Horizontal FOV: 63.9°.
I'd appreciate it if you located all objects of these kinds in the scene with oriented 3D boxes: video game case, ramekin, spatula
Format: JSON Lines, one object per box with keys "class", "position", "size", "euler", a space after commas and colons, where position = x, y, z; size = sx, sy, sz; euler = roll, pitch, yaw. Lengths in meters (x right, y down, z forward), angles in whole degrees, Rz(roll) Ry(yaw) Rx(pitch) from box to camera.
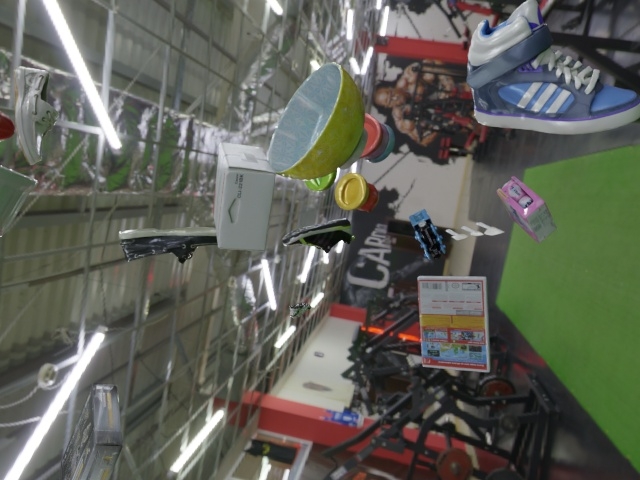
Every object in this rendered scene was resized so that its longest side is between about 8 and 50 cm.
{"class": "video game case", "position": [0.401, 0.249, 1.549], "size": [0.025, 0.204, 0.285], "euler": [-16, -77, -63]}
{"class": "ramekin", "position": [-0.694, -0.108, 0.948], "size": [0.277, 0.277, 0.135], "euler": [53, -120, -79]}
{"class": "spatula", "position": [0.545, -0.032, 1.843], "size": [0.242, 0.168, 0.019], "euler": [-76, -28, -82]}

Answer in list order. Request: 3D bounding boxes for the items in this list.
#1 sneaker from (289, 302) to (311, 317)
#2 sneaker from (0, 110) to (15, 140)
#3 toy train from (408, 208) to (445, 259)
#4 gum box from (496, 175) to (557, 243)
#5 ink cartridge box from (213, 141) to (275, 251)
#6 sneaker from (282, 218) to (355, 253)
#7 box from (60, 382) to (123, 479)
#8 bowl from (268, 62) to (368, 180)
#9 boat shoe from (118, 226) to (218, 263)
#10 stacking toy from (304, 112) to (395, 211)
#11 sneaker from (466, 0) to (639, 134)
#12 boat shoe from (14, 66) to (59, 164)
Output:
{"class": "sneaker", "position": [-0.076, 0.259, 1.906], "size": [0.109, 0.040, 0.043], "euler": [-6, -73, -49]}
{"class": "sneaker", "position": [-0.670, -0.246, 1.020], "size": [0.221, 0.128, 0.087], "euler": [18, -100, -75]}
{"class": "toy train", "position": [0.365, -0.015, 1.741], "size": [0.184, 0.080, 0.105], "euler": [54, -165, -40]}
{"class": "gum box", "position": [0.523, -0.078, 1.303], "size": [0.062, 0.107, 0.188], "euler": [-43, -37, 10]}
{"class": "ink cartridge box", "position": [-0.196, -0.114, 1.266], "size": [0.273, 0.114, 0.197], "euler": [-121, 38, -64]}
{"class": "sneaker", "position": [0.000, 0.000, 1.603], "size": [0.084, 0.235, 0.097], "euler": [-163, 60, -73]}
{"class": "box", "position": [-0.483, 0.448, 1.075], "size": [0.231, 0.056, 0.183], "euler": [-65, 33, 14]}
{"class": "bowl", "position": [0.018, -0.254, 1.219], "size": [0.289, 0.156, 0.289], "euler": [-39, 38, 39]}
{"class": "boat shoe", "position": [-0.454, 0.019, 1.617], "size": [0.127, 0.340, 0.113], "euler": [-147, 55, -76]}
{"class": "stacking toy", "position": [0.103, -0.257, 1.699], "size": [0.130, 0.279, 0.309], "euler": [12, -83, -49]}
{"class": "sneaker", "position": [0.442, -0.340, 0.984], "size": [0.130, 0.323, 0.236], "euler": [-47, -45, -40]}
{"class": "boat shoe", "position": [-0.743, -0.334, 1.352], "size": [0.098, 0.096, 0.277], "euler": [141, 121, -66]}
